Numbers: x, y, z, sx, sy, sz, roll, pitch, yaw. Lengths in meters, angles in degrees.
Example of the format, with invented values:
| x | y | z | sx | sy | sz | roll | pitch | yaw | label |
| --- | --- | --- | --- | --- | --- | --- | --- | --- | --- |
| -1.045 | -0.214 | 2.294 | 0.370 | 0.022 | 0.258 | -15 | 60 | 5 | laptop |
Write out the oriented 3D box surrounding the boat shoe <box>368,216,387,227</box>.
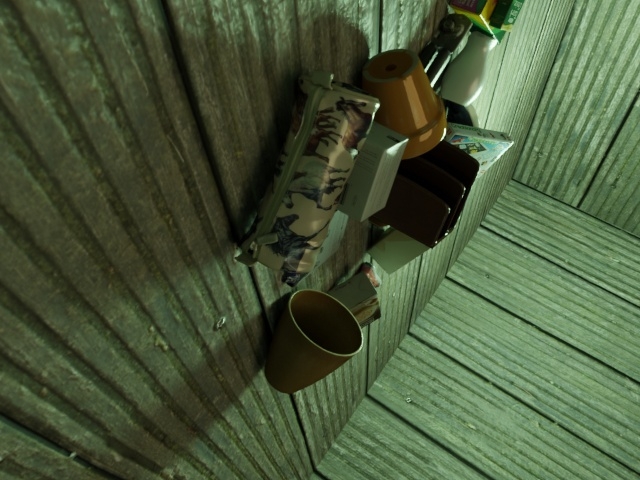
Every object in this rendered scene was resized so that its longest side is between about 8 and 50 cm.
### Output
| x | y | z | sx | sy | sz | roll | pitch | yaw | label |
| --- | --- | --- | --- | --- | --- | --- | --- | --- | --- |
| 0.258 | -0.126 | 1.850 | 0.324 | 0.122 | 0.120 | -41 | 155 | -40 | boat shoe |

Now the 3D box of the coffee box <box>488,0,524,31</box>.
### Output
| x | y | z | sx | sy | sz | roll | pitch | yaw | label |
| --- | --- | --- | --- | --- | --- | --- | --- | --- | --- |
| 0.530 | -0.668 | 1.570 | 0.113 | 0.040 | 0.184 | -23 | 139 | -56 | coffee box |

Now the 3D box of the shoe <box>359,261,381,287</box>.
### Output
| x | y | z | sx | sy | sz | roll | pitch | yaw | label |
| --- | --- | --- | --- | --- | --- | --- | --- | --- | --- |
| 0.169 | 0.148 | 2.094 | 0.081 | 0.063 | 0.178 | -53 | 153 | -14 | shoe |

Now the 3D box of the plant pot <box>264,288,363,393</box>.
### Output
| x | y | z | sx | sy | sz | roll | pitch | yaw | label |
| --- | --- | --- | --- | --- | --- | --- | --- | --- | --- |
| -0.045 | 0.307 | 1.613 | 0.254 | 0.237 | 0.237 | -55 | 164 | 28 | plant pot |

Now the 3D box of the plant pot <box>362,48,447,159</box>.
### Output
| x | y | z | sx | sy | sz | roll | pitch | yaw | label |
| --- | --- | --- | --- | --- | --- | --- | --- | --- | --- |
| 0.178 | -0.323 | 1.320 | 0.205 | 0.205 | 0.188 | -50 | 142 | -24 | plant pot |

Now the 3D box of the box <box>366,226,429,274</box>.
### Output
| x | y | z | sx | sy | sz | roll | pitch | yaw | label |
| --- | --- | --- | --- | --- | --- | --- | --- | --- | --- |
| 0.302 | -0.017 | 1.916 | 0.148 | 0.121 | 0.311 | -45 | -178 | -36 | box |

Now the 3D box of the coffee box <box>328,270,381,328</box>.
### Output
| x | y | z | sx | sy | sz | roll | pitch | yaw | label |
| --- | --- | --- | --- | --- | --- | --- | --- | --- | --- |
| 0.122 | 0.217 | 1.956 | 0.141 | 0.098 | 0.246 | -30 | 154 | -4 | coffee box |

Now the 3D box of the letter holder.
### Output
| x | y | z | sx | sy | sz | roll | pitch | yaw | label |
| --- | --- | --- | --- | --- | --- | --- | --- | --- | --- |
| 0.213 | -0.159 | 1.437 | 0.152 | 0.301 | 0.215 | -31 | 145 | -52 | letter holder |

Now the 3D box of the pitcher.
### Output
| x | y | z | sx | sy | sz | roll | pitch | yaw | label |
| --- | --- | --- | --- | --- | --- | --- | --- | --- | --- |
| 0.455 | -0.529 | 1.785 | 0.178 | 0.125 | 0.207 | -70 | -178 | -74 | pitcher |

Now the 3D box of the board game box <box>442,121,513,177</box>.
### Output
| x | y | z | sx | sy | sz | roll | pitch | yaw | label |
| --- | --- | --- | --- | --- | --- | --- | --- | --- | --- |
| 0.496 | -0.304 | 1.982 | 0.305 | 0.053 | 0.193 | 1 | 144 | -35 | board game box |

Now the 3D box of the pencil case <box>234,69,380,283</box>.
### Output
| x | y | z | sx | sy | sz | roll | pitch | yaw | label |
| --- | --- | --- | --- | --- | --- | --- | --- | --- | --- |
| -0.028 | -0.125 | 1.126 | 0.183 | 0.159 | 0.411 | -24 | 140 | -63 | pencil case |

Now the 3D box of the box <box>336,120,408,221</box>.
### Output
| x | y | z | sx | sy | sz | roll | pitch | yaw | label |
| --- | --- | --- | --- | --- | --- | --- | --- | --- | --- |
| 0.067 | -0.168 | 1.257 | 0.119 | 0.180 | 0.182 | -33 | 146 | -51 | box |

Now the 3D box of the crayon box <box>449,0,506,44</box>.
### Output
| x | y | z | sx | sy | sz | roll | pitch | yaw | label |
| --- | --- | --- | --- | --- | --- | --- | --- | --- | --- |
| 0.522 | -0.774 | 1.612 | 0.313 | 0.106 | 0.363 | -9 | 126 | -64 | crayon box |

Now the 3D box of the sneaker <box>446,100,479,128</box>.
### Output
| x | y | z | sx | sy | sz | roll | pitch | yaw | label |
| --- | --- | --- | --- | --- | --- | --- | --- | --- | --- |
| 0.467 | -0.381 | 2.010 | 0.148 | 0.131 | 0.350 | -26 | 142 | 6 | sneaker |

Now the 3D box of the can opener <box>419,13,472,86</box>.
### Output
| x | y | z | sx | sy | sz | roll | pitch | yaw | label |
| --- | --- | --- | --- | --- | --- | --- | --- | --- | --- |
| 0.317 | -0.488 | 1.565 | 0.284 | 0.076 | 0.095 | -58 | 159 | -2 | can opener |

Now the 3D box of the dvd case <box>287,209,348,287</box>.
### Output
| x | y | z | sx | sy | sz | roll | pitch | yaw | label |
| --- | --- | --- | --- | --- | --- | --- | --- | --- | --- |
| 0.000 | 0.000 | 1.544 | 0.238 | 0.029 | 0.179 | -39 | 151 | -45 | dvd case |
